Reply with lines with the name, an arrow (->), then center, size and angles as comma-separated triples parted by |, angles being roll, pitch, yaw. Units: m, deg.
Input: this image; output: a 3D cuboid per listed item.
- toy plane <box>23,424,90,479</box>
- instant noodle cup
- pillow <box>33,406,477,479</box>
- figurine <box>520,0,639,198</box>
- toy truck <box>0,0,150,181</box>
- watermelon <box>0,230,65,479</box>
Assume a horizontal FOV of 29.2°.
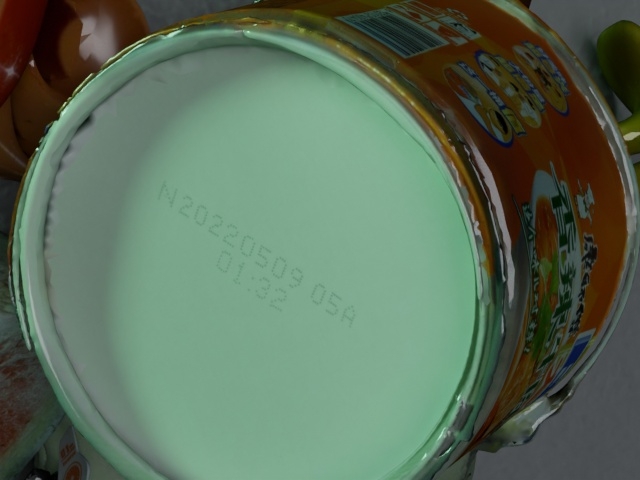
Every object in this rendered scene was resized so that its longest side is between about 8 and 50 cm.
toy plane -> -0.186, 0.191, 0.690 | 0.053, 0.078, 0.197 | 24, 117, -38
instant noodle cup -> 0.000, 0.000, 0.610 | 0.296, 0.214, 0.296 | 3, 100, 20
pillow -> -0.046, 0.233, 0.768 | 0.310, 0.119, 0.312 | 7, 86, -20
figurine -> 0.087, -0.059, 0.766 | 0.338, 0.204, 0.283 | -30, 124, -7
toy truck -> -0.229, -0.129, 0.650 | 0.265, 0.239, 0.189 | 14, 85, 19
watermelon -> -0.244, 0.084, 0.624 | 0.290, 0.214, 0.319 | -10, 93, -13
